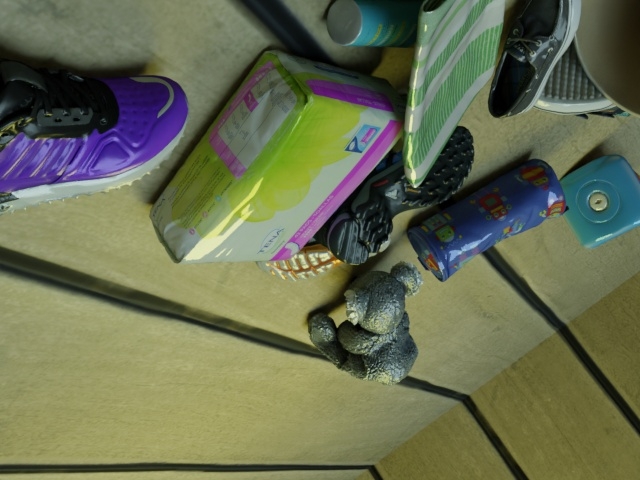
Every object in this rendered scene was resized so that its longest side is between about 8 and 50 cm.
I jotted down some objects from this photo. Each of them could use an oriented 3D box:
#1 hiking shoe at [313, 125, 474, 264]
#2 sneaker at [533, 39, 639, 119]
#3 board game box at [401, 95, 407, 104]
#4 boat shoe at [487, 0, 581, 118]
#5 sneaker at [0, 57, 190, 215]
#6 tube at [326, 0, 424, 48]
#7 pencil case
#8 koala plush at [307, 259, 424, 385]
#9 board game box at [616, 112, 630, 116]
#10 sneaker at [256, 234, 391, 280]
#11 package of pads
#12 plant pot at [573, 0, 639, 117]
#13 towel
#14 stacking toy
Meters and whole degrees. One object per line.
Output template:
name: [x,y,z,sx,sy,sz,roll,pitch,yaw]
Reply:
hiking shoe: [0.097,-0.093,1.246,0.304,0.132,0.113,-35,131,-25]
sneaker: [0.434,-0.251,1.342,0.321,0.126,0.127,-16,163,-19]
board game box: [0.085,-0.163,1.199,0.090,0.020,0.090,-14,148,-38]
boat shoe: [0.284,-0.263,1.167,0.076,0.080,0.228,-31,154,-34]
sneaker: [-0.256,-0.112,0.783,0.293,0.102,0.146,-23,152,-23]
tube: [0.093,-0.260,1.014,0.207,0.052,0.080,-15,160,-47]
pencil case: [0.313,-0.037,1.585,0.306,0.119,0.133,-29,157,-11]
koala plush: [0.106,0.142,1.601,0.196,0.203,0.221,-21,140,-27]
board game box: [0.565,-0.284,1.556,0.186,0.026,0.126,-5,143,-47]
sneaker: [0.000,0.000,1.328,0.215,0.083,0.084,-16,150,3]
package of pads: [-0.053,-0.091,1.067,0.229,0.101,0.296,0,138,-51]
plant pot: [0.547,-0.346,1.212,0.274,0.256,0.256,-39,160,-29]
towel: [0.173,-0.237,1.036,0.248,0.038,0.325,-55,163,-25]
stacking toy: [0.657,-0.107,1.869,0.175,0.165,0.302,-33,171,35]
